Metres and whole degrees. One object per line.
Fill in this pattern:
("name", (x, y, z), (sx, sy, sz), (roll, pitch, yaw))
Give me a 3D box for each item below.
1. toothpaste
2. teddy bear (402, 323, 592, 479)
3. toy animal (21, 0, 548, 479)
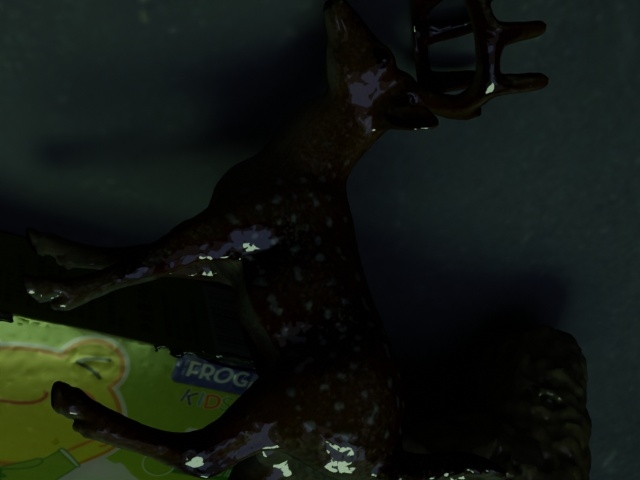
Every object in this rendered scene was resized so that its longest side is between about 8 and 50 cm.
("toothpaste", (-0.161, 0.062, 0.531), (0.328, 0.077, 0.110), (15, 116, -22))
("teddy bear", (0.049, 0.189, 0.593), (0.267, 0.156, 0.256), (-22, 161, -46))
("toy animal", (-0.003, 0.003, 0.476), (0.260, 0.087, 0.243), (-14, 81, -10))
